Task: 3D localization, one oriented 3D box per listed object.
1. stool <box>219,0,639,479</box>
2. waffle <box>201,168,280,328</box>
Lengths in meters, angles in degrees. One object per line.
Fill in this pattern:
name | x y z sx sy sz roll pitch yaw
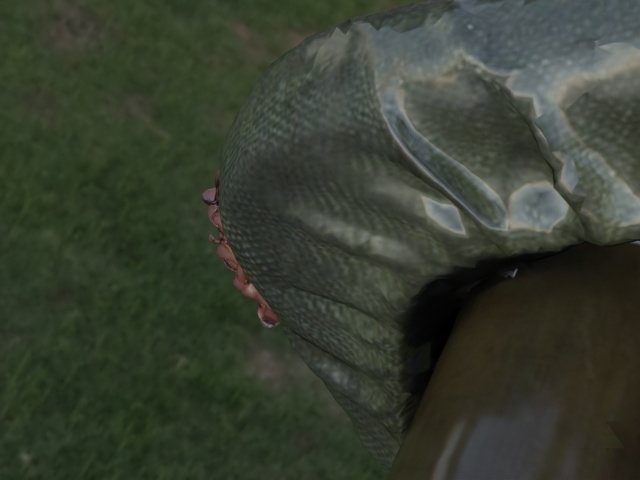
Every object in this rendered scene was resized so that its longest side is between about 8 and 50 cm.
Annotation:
stool | 0.143 0.108 0.351 0.310 0.310 0.226 55 37 -50
waffle | 0.000 0.000 0.523 0.075 0.083 0.029 60 38 -13
